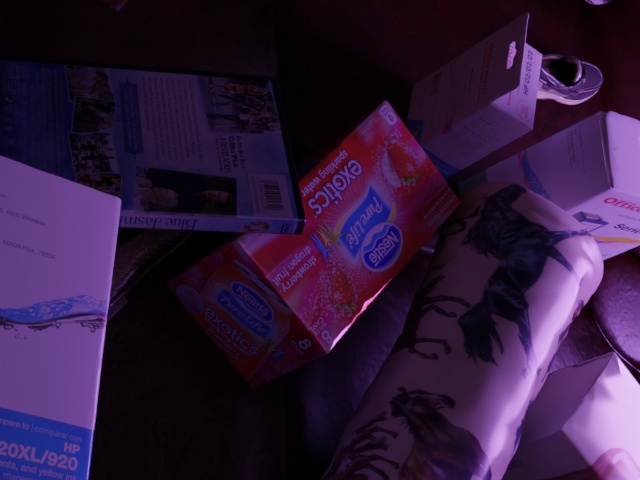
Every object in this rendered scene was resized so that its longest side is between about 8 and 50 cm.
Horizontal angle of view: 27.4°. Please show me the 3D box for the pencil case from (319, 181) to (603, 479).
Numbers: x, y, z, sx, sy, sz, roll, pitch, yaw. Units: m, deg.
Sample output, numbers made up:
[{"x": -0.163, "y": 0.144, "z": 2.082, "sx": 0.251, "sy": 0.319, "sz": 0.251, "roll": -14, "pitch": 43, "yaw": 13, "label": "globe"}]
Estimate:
[{"x": 0.129, "y": 0.133, "z": 1.191, "sx": 0.160, "sy": 0.183, "sz": 0.410, "roll": 22, "pitch": 56, "yaw": 12, "label": "pencil case"}]

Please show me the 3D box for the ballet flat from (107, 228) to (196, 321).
[{"x": -0.154, "y": -0.004, "z": 1.113, "sx": 0.058, "sy": 0.084, "sz": 0.250, "roll": 49, "pitch": 54, "yaw": -11, "label": "ballet flat"}]

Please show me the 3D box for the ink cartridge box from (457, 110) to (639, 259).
[{"x": 0.273, "y": -0.044, "z": 1.376, "sx": 0.154, "sy": 0.212, "sz": 0.093, "roll": 12, "pitch": 63, "yaw": -35, "label": "ink cartridge box"}]

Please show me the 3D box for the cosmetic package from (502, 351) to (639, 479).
[{"x": 0.297, "y": 0.275, "z": 1.290, "sx": 0.296, "sy": 0.153, "sz": 0.129, "roll": 51, "pitch": 49, "yaw": -6, "label": "cosmetic package"}]

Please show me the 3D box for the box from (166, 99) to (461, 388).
[{"x": 0.000, "y": 0.000, "z": 1.199, "sx": 0.128, "sy": 0.123, "sz": 0.257, "roll": 52, "pitch": 48, "yaw": -8, "label": "box"}]

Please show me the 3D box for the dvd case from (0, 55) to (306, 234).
[{"x": -0.147, "y": -0.081, "z": 1.097, "sx": 0.253, "sy": 0.022, "sz": 0.180, "roll": 2, "pitch": 47, "yaw": -16, "label": "dvd case"}]

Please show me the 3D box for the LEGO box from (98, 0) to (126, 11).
[{"x": -0.312, "y": -0.475, "z": 1.065, "sx": 0.500, "sy": 0.193, "sz": 0.372, "roll": 28, "pitch": 39, "yaw": -26, "label": "LEGO box"}]

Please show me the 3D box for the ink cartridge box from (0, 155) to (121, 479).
[{"x": -0.261, "y": 0.073, "z": 0.925, "sx": 0.168, "sy": 0.171, "sz": 0.232, "roll": 19, "pitch": 60, "yaw": -31, "label": "ink cartridge box"}]

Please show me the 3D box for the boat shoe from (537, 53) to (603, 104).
[{"x": 0.295, "y": -0.196, "z": 1.574, "sx": 0.152, "sy": 0.049, "sz": 0.056, "roll": -9, "pitch": 75, "yaw": -41, "label": "boat shoe"}]

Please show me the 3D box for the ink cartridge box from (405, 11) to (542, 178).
[{"x": 0.168, "y": -0.147, "z": 1.360, "sx": 0.062, "sy": 0.181, "sz": 0.104, "roll": 29, "pitch": 55, "yaw": -25, "label": "ink cartridge box"}]
